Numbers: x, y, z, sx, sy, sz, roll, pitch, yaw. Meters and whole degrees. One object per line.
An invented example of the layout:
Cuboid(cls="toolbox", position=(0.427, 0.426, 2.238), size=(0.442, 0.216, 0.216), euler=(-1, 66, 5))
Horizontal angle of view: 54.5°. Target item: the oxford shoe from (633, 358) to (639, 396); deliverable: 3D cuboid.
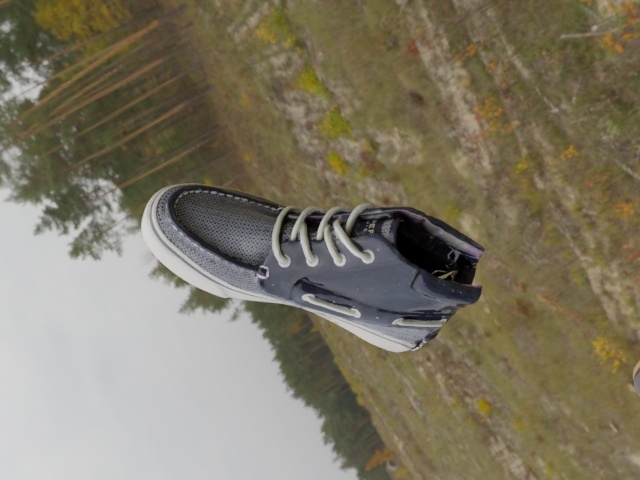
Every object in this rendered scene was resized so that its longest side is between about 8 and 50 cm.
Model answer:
Cuboid(cls="oxford shoe", position=(0.405, 0.134, 0.598), size=(0.096, 0.098, 0.271), euler=(61, 151, 6))

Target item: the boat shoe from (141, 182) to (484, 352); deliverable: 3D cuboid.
Cuboid(cls="boat shoe", position=(0.000, 0.000, 0.624), size=(0.158, 0.341, 0.127), euler=(130, 156, -52))
